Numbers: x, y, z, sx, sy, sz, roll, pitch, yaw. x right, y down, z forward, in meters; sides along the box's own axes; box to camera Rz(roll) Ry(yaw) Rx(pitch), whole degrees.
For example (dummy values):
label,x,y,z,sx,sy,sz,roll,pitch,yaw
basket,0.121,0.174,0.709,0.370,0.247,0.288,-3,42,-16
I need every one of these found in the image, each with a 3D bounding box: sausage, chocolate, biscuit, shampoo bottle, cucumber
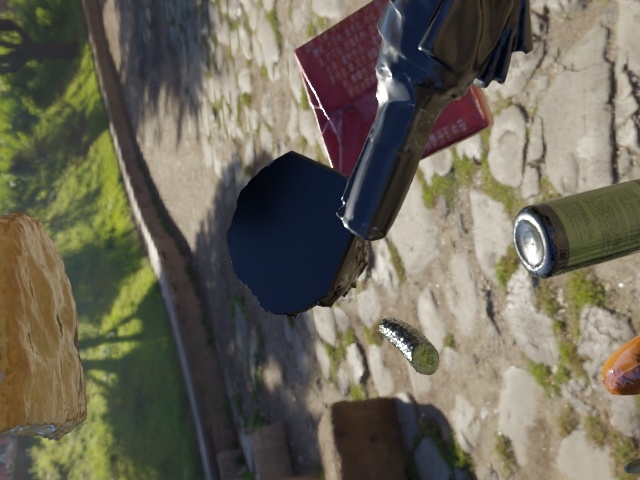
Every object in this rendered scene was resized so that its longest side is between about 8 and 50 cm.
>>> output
label,x,y,z,sx,sy,sz,roll,pitch,yaw
sausage,0.554,0.206,1.150,0.179,0.089,0.089,-58,42,49
chocolate,0.107,-0.215,0.967,0.237,0.108,0.235,-24,79,27
chocolate,0.000,0.000,0.677,0.156,0.133,0.156,-3,84,32
biscuit,-0.521,0.166,1.260,0.429,0.103,0.447,91,168,-67
shampoo bottle,0.409,-0.027,0.925,0.101,0.283,0.101,166,90,-77
cucumber,0.149,0.175,1.199,0.214,0.052,0.058,-142,44,-74

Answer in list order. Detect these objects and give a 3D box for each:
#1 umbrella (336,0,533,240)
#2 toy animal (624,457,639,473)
label,x,y,z,sx,sy,sz,roll,pitch,yaw
umbrella,0.086,-0.157,0.403,0.340,0.118,0.118,-67,28,15
toy animal,0.354,0.240,0.516,0.169,0.121,0.233,-47,34,30
